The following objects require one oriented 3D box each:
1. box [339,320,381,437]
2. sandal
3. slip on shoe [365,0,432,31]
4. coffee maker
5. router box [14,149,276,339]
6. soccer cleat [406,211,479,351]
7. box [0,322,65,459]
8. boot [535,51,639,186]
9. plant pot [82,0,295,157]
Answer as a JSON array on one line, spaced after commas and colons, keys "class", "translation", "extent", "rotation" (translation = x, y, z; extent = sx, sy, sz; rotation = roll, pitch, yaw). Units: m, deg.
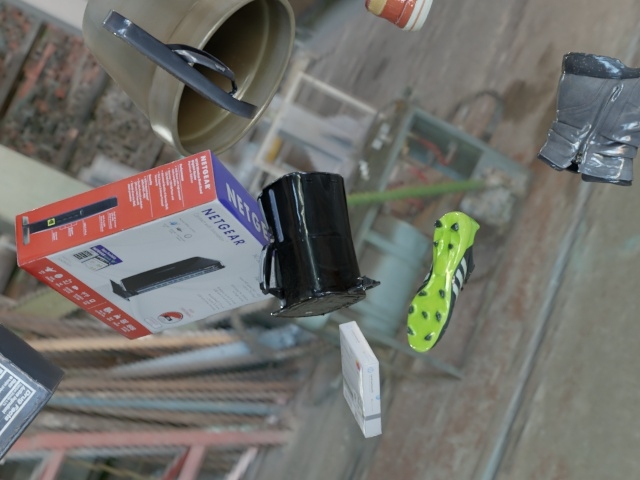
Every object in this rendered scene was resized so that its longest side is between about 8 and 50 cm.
[{"class": "box", "translation": [0.079, 0.278, 2.451], "extent": [0.145, 0.038, 0.186], "rotation": [-121, 21, -54]}, {"class": "sandal", "translation": [-0.177, -0.242, 1.666], "extent": [0.054, 0.254, 0.097], "rotation": [-57, 32, 0]}, {"class": "slip on shoe", "translation": [0.113, -0.441, 1.913], "extent": [0.331, 0.101, 0.123], "rotation": [-89, 19, -50]}, {"class": "coffee maker", "translation": [0.000, 0.000, 1.635], "extent": [0.171, 0.120, 0.178], "rotation": [-18, 75, 28]}, {"class": "router box", "translation": [-0.225, 0.018, 1.779], "extent": [0.301, 0.335, 0.082], "rotation": [-18, 62, 13]}, {"class": "soccer cleat", "translation": [0.156, 0.053, 1.506], "extent": [0.060, 0.072, 0.179], "rotation": [19, 95, 38]}, {"class": "box", "translation": [-0.606, 0.244, 1.891], "extent": [0.296, 0.294, 0.183], "rotation": [-51, 5, 0]}, {"class": "boot", "translation": [0.562, -0.196, 2.146], "extent": [0.118, 0.338, 0.223], "rotation": [12, -90, -61]}, {"class": "plant pot", "translation": [-0.247, -0.344, 2.126], "extent": [0.323, 0.280, 0.323], "rotation": [-45, -24, -27]}]
